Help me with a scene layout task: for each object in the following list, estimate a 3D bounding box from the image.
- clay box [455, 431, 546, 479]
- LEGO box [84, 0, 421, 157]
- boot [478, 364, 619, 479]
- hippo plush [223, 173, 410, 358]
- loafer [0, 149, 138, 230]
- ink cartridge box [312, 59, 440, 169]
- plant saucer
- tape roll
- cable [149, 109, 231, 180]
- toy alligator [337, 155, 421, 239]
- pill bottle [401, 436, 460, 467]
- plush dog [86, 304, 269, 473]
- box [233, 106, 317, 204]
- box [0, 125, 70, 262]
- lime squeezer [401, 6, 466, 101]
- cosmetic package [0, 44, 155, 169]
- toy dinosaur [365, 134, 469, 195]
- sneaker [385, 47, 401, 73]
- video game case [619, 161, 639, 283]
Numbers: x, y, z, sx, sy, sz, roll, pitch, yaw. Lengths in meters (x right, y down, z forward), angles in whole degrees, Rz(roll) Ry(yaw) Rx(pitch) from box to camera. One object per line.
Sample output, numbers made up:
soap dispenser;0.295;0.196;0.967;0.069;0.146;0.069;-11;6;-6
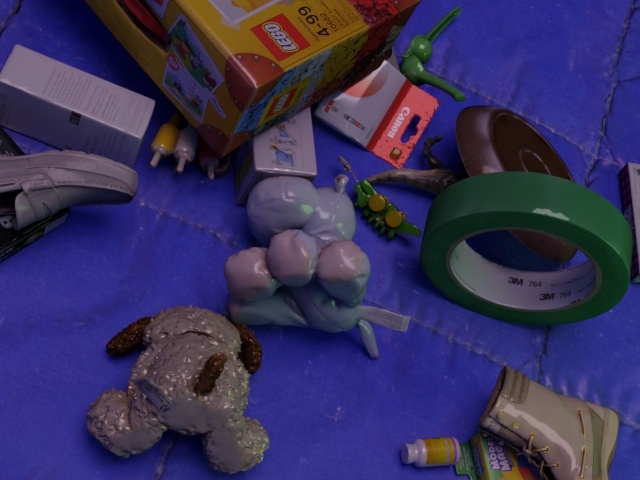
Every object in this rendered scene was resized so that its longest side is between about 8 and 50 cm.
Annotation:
clay box;0.317;0.354;1.910;0.222;0.053;0.128;0;62;-21
LEGO box;-0.154;-0.430;1.956;0.372;0.193;0.500;-33;76;-35
boot;0.323;0.321;1.840;0.203;0.095;0.262;25;53;-4
hippo plush;0.000;0.000;1.874;0.294;0.234;0.237;14;56;-18
loafer;-0.420;-0.066;1.787;0.319;0.112;0.112;0;68;-12
ink cartridge box;0.096;-0.226;2.120;0.179;0.045;0.145;31;84;-1
plant saucer;0.347;-0.107;2.093;0.310;0.050;0.311;32;38;-29
tape roll;0.317;0.018;1.935;0.321;0.321;0.077;19;58;-9
cable;-0.199;-0.212;2.024;0.139;0.072;0.287;14;58;-19
toy alligator;0.083;-0.058;2.056;0.189;0.056;0.051;43;98;6
pill bottle;0.165;0.318;1.880;0.083;0.043;0.043;0;63;-20
plush dog;-0.186;0.177;1.765;0.262;0.211;0.225;11;33;-16
box;-0.078;-0.167;2.016;0.103;0.114;0.203;5;61;-19
box;-0.507;-0.075;1.849;0.175;0.051;0.220;-35;79;-32
lime squeezer;0.195;-0.330;2.212;0.059;0.109;0.310;54;25;-30
cosmetic package;-0.380;-0.198;1.925;0.231;0.117;0.086;20;57;-8
toy dinosaur;0.215;-0.114;2.116;0.268;0.064;0.118;16;81;-9
sneaker;0.070;-0.372;2.187;0.100;0.108;0.272;-15;73;-27
video game case;0.643;-0.017;2.237;0.210;0.042;0.232;9;60;-15
